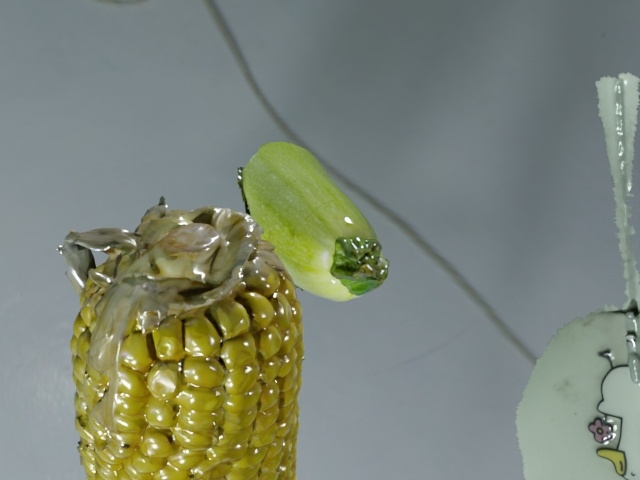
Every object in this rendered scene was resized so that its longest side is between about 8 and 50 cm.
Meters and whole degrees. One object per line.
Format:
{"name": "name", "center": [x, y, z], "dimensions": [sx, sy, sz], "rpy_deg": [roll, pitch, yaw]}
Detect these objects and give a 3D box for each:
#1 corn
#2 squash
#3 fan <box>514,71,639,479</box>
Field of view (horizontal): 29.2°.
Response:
{"name": "corn", "center": [-0.058, 0.117, 0.551], "dimensions": [0.106, 0.293, 0.106], "rpy_deg": [1, 35, -1]}
{"name": "squash", "center": [-0.003, 0.001, 0.855], "dimensions": [0.075, 0.200, 0.090], "rpy_deg": [-32, 119, -3]}
{"name": "fan", "center": [0.242, 0.080, 0.941], "dimensions": [0.012, 0.233, 0.414], "rpy_deg": [-16, 99, -55]}
